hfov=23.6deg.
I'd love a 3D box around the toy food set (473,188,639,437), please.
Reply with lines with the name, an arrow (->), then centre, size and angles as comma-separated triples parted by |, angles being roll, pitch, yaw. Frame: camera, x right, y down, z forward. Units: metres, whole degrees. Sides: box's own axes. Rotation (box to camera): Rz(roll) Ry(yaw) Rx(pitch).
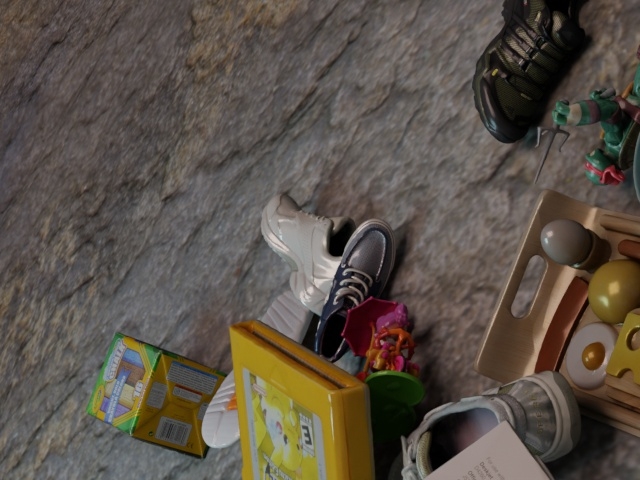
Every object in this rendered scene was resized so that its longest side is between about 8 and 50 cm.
toy food set -> 0.291, 0.070, 1.557 | 0.306, 0.092, 0.220 | 18, 86, 60

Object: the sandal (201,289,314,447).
sandal -> -0.060, 0.182, 2.061 | 0.102, 0.076, 0.265 | 0, 49, 42

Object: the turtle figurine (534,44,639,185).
turtle figurine -> 0.323, -0.145, 1.638 | 0.234, 0.118, 0.175 | -58, -9, 11

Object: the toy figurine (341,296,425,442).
toy figurine -> 0.070, 0.134, 1.839 | 0.173, 0.130, 0.159 | -44, 28, 48

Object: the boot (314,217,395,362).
boot -> 0.045, 0.066, 1.942 | 0.086, 0.069, 0.190 | -55, -16, -81

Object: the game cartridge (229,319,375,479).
game cartridge -> -0.021, 0.282, 1.795 | 0.285, 0.052, 0.324 | 24, 120, 60

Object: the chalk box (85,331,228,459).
chalk box -> -0.248, 0.222, 2.258 | 0.213, 0.132, 0.132 | 14, 83, 58

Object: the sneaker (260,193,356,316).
sneaker -> 0.000, 0.000, 2.080 | 0.115, 0.090, 0.232 | -48, 44, 17

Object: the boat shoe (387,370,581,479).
boat shoe -> 0.148, 0.222, 1.617 | 0.320, 0.103, 0.118 | -38, 63, 56

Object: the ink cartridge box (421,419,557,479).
ink cartridge box -> 0.140, 0.344, 1.390 | 0.270, 0.198, 0.197 | -36, 48, 2

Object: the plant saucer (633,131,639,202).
plant saucer -> 0.440, -0.118, 1.443 | 0.317, 0.043, 0.317 | -33, 34, 26

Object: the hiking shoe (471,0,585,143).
hiking shoe -> 0.254, -0.226, 1.818 | 0.114, 0.086, 0.227 | -10, 61, 59
